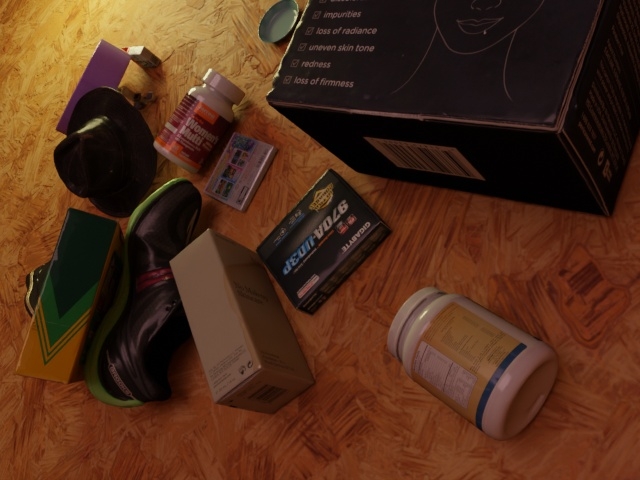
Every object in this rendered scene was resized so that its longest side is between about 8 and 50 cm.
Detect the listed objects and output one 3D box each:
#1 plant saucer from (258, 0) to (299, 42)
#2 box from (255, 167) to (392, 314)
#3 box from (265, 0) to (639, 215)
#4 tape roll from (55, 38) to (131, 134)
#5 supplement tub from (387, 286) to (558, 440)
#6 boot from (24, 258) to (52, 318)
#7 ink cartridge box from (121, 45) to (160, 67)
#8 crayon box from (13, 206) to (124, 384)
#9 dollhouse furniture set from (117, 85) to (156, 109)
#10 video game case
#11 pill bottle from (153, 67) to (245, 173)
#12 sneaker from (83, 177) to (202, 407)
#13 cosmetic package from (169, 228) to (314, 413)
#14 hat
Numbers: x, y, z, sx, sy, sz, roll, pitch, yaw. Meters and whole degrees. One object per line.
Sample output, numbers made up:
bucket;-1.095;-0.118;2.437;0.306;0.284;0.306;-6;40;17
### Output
plant saucer;-0.094;-0.511;1.430;0.119;0.021;0.119;-15;63;31
box;0.000;0.000;1.123;0.220;0.051;0.175;-46;51;10
box;0.246;-0.337;0.932;0.480;0.297;0.471;16;82;40
tape roll;-0.613;-0.400;1.642;0.275;0.090;0.274;-45;30;35
supplement tub;0.206;0.163;0.845;0.200;0.144;0.144;32;91;40
boot;-0.686;0.114;1.558;0.137;0.077;0.198;-39;54;10
ink cartridge box;-0.509;-0.513;1.701;0.115;0.063;0.029;12;76;39
crayon box;-0.503;0.131;1.265;0.363;0.106;0.313;142;143;-71
dollhouse furniture set;-0.508;-0.353;1.620;0.091;0.081;0.114;0;71;36
video game case;-0.179;-0.153;1.339;0.143;0.019;0.157;25;87;40
pill bottle;-0.275;-0.274;1.393;0.121;0.121;0.221;38;95;40
sneaker;-0.315;0.106;1.256;0.202;0.185;0.482;7;75;15
cosmetic package;-0.147;0.145;1.099;0.113;0.160;0.309;-38;54;15
hat;-0.551;-0.201;1.455;0.331;0.134;0.331;11;111;32
